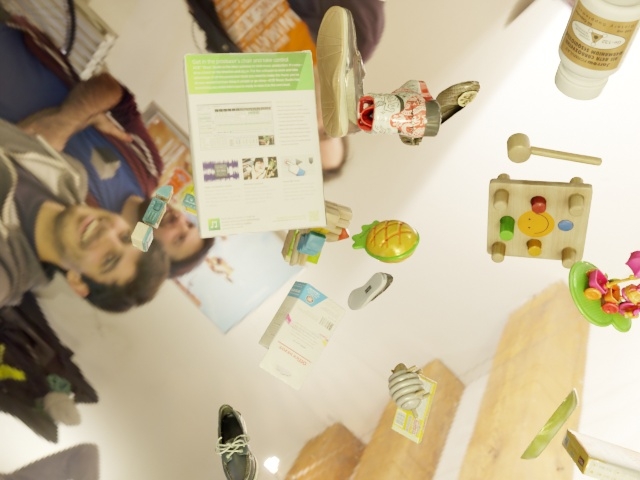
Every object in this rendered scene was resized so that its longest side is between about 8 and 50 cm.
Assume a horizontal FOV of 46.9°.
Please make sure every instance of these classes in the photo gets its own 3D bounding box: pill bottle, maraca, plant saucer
[{"bbox_3d":[0.537,-0.390,1.433,0.131,0.131,0.229,-48,159,-30],"label":"pill bottle"},{"bbox_3d":[0.159,-0.002,1.815,0.186,0.099,0.127,17,-130,42],"label":"maraca"},{"bbox_3d":[0.622,0.501,1.978,0.241,0.037,0.241,-41,155,-24],"label":"plant saucer"}]

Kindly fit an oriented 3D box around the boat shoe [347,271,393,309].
[{"bbox_3d":[0.116,0.120,1.705,0.040,0.049,0.142,2,147,-38],"label":"boat shoe"}]

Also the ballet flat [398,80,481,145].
[{"bbox_3d":[0.267,-0.281,1.663,0.084,0.058,0.250,8,154,-37],"label":"ballet flat"}]

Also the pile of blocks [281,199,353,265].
[{"bbox_3d":[0.000,0.000,1.880,0.362,0.113,0.149,151,-46,-71],"label":"pile of blocks"}]

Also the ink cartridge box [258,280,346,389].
[{"bbox_3d":[-0.045,0.182,1.422,0.181,0.104,0.061,-58,-157,-13],"label":"ink cartridge box"}]

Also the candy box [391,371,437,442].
[{"bbox_3d":[0.295,0.522,2.327,0.027,0.105,0.206,-1,108,-52],"label":"candy box"}]

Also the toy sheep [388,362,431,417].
[{"bbox_3d":[0.198,0.338,1.671,0.091,0.091,0.132,-42,-134,31],"label":"toy sheep"}]

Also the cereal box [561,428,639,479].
[{"bbox_3d":[0.674,0.499,1.629,0.173,0.240,0.047,-68,175,-84],"label":"cereal box"}]

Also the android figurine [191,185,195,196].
[{"bbox_3d":[-0.157,-0.155,1.457,0.248,0.056,0.273,-22,-149,38],"label":"android figurine"}]

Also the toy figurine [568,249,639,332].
[{"bbox_3d":[0.562,0.083,1.315,0.159,0.173,0.130,-34,-155,48],"label":"toy figurine"}]

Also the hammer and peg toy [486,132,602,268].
[{"bbox_3d":[0.564,-0.089,1.887,0.127,0.266,0.361,-70,159,-45],"label":"hammer and peg toy"}]

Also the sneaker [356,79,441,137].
[{"bbox_3d":[0.141,-0.271,1.479,0.270,0.145,0.090,-102,-164,-66],"label":"sneaker"}]

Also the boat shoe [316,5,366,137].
[{"bbox_3d":[0.054,-0.374,1.652,0.092,0.285,0.103,-10,-166,-33],"label":"boat shoe"}]

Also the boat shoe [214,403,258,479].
[{"bbox_3d":[-0.219,0.527,1.893,0.095,0.079,0.254,-21,-144,4],"label":"boat shoe"}]

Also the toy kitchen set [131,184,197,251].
[{"bbox_3d":[-0.442,-0.054,2.198,0.122,0.166,0.207,126,-14,-72],"label":"toy kitchen set"}]

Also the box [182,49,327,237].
[{"bbox_3d":[-0.117,-0.173,1.324,0.232,0.322,0.058,-5,-177,-17],"label":"box"}]
